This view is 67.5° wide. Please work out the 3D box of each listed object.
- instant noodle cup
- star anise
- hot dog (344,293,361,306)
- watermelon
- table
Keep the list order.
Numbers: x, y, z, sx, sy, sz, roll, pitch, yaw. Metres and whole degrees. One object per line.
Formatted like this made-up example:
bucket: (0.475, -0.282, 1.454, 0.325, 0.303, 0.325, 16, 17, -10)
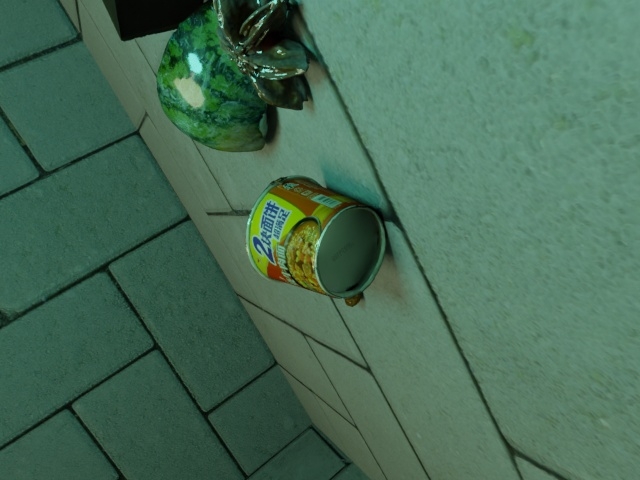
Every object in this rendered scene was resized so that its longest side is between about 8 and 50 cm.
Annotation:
instant noodle cup: (0.000, 0.000, 0.846, 0.174, 0.213, 0.213, 20, 140, 47)
star anise: (-0.098, -0.314, 0.750, 0.236, 0.093, 0.229, 42, 161, 46)
hot dog: (0.064, 0.111, 1.087, 0.058, 0.035, 0.083, 28, 146, 53)
watermelon: (-0.203, -0.304, 0.945, 0.223, 0.180, 0.305, 9, 148, 0)
table: (-0.293, -0.482, 0.805, 0.169, 0.172, 0.193, 64, 159, 5)
